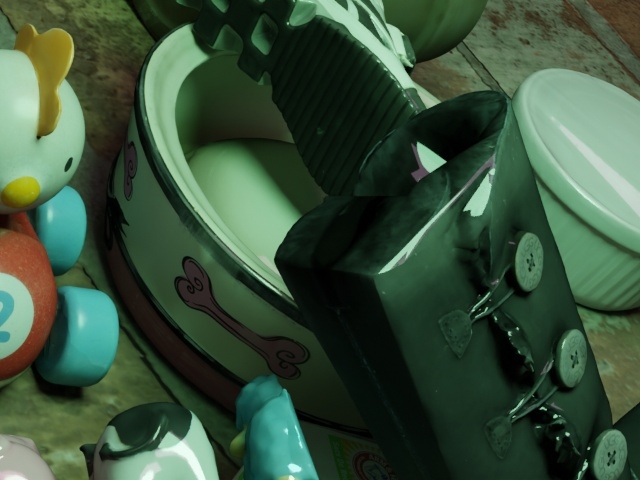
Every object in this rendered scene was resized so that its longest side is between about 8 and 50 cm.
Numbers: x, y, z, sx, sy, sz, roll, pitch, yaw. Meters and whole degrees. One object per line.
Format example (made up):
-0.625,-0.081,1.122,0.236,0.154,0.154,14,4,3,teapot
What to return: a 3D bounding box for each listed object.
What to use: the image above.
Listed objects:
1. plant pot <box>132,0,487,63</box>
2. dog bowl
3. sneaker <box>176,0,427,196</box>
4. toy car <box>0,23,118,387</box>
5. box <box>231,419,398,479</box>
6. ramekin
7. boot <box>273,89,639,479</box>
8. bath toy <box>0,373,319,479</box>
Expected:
-0.035,-0.303,1.600,0.280,0.323,0.323,-20,61,-33,plant pot
0.000,0.000,1.357,0.408,0.150,0.408,24,34,-18,dog bowl
0.028,-0.143,1.310,0.146,0.122,0.330,-10,55,-46,sneaker
-0.226,-0.038,1.113,0.219,0.238,0.210,9,42,-34,toy car
0.002,0.237,1.097,0.103,0.114,0.203,19,36,-25,box
0.286,-0.046,1.696,0.273,0.127,0.273,25,35,-19,ramekin
0.169,0.088,1.171,0.445,0.146,0.367,61,38,-23,boot
-0.180,0.150,0.979,0.348,0.151,0.129,-5,51,-19,bath toy
